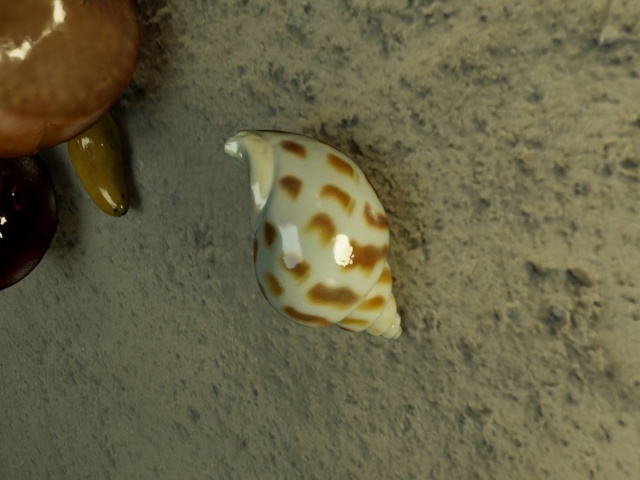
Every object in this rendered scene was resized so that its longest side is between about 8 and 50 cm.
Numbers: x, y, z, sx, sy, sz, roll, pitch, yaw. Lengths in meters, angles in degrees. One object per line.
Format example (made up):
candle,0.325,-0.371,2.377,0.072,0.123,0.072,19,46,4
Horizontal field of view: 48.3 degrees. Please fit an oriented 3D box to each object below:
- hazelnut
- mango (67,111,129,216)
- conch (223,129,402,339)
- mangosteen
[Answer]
hazelnut,-0.414,-0.271,0.949,0.315,0.372,0.372,36,142,-22
mango,-0.345,-0.130,1.113,0.098,0.075,0.190,9,119,52
conch,0.001,0.000,0.766,0.148,0.183,0.275,-13,112,7
mangosteen,-0.601,-0.044,1.274,0.297,0.293,0.297,-19,55,29
